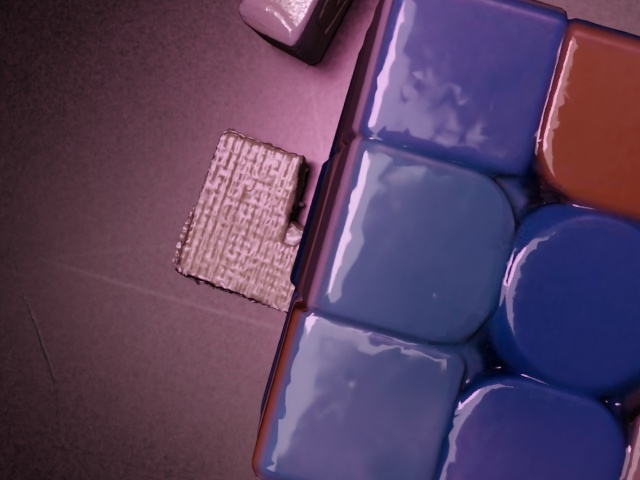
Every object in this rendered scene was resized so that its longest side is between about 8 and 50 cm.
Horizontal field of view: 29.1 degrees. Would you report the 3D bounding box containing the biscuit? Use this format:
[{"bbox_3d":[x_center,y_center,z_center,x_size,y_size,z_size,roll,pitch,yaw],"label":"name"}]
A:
[{"bbox_3d":[0.000,0.000,1.131,0.250,0.046,0.147,18,93,10],"label":"biscuit"}]

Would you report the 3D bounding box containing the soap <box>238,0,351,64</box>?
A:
[{"bbox_3d":[0.003,-0.257,1.103,0.063,0.121,0.183,29,94,10],"label":"soap"}]

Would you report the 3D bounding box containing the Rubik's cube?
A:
[{"bbox_3d":[0.157,0.031,0.923,0.346,0.347,0.344,15,89,-3],"label":"Rubik's cube"}]
